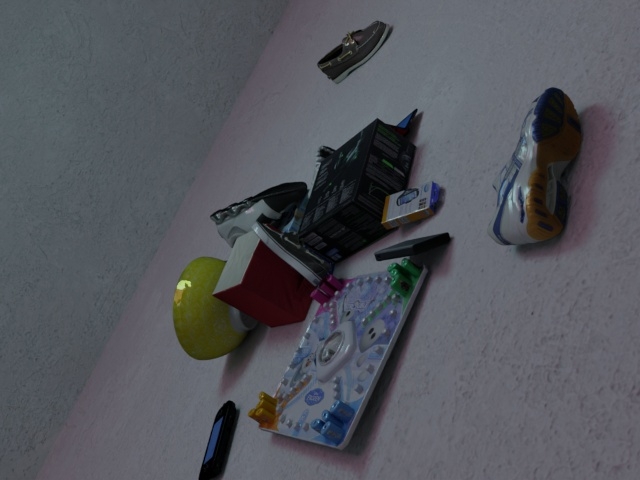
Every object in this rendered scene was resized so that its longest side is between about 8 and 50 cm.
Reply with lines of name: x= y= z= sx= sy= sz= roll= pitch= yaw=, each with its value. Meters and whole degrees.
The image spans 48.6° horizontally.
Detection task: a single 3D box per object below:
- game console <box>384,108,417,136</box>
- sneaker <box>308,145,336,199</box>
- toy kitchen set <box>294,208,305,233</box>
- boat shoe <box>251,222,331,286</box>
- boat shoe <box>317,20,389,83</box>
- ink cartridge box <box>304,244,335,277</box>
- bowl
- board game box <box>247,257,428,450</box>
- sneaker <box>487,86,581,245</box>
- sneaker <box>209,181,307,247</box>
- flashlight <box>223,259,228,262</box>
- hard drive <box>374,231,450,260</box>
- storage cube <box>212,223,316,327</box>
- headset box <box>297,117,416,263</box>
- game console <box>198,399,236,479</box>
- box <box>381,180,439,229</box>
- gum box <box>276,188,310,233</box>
game console: x=0.165 y=-0.282 z=1.812 sx=0.144 sy=0.124 sz=0.085 roll=-38 pitch=51 yaw=54
sneaker: x=0.011 y=-0.163 z=1.993 sx=0.118 sy=0.110 sz=0.292 roll=-54 pitch=20 yaw=35
toy kitchen set: x=-0.064 y=-0.042 z=2.030 sx=0.075 sy=0.068 sz=0.083 roll=-42 pitch=26 yaw=35
boat shoe: x=-0.069 y=0.017 z=1.684 sx=0.070 sy=0.219 sz=0.078 roll=-50 pitch=-16 yaw=-4
boat shoe: x=0.109 y=-0.662 z=2.445 sx=0.324 sy=0.096 sz=0.117 roll=-29 pitch=36 yaw=52
ink cartridge box: x=0.000 y=0.000 z=1.795 sx=0.046 sy=0.097 sz=0.207 roll=-34 pitch=33 yaw=48
bowl: x=-0.260 y=0.187 z=1.956 sx=0.156 sy=0.289 sz=0.289 roll=-2 pitch=52 yaw=26
board game box: x=0.021 y=0.222 z=1.467 sx=0.390 sy=0.050 sz=0.390 roll=-17 pitch=41 yaw=62
sneaker: x=0.347 y=-0.127 z=1.193 sx=0.131 sy=0.112 sz=0.296 roll=-24 pitch=39 yaw=56
sneaker: x=-0.164 y=-0.074 z=2.142 sx=0.330 sy=0.146 sz=0.122 roll=-21 pitch=12 yaw=26
flashlight: x=-0.248 y=0.010 z=2.312 sx=0.304 sy=0.103 sz=0.103 roll=-56 pitch=23 yaw=4
hard drive: x=0.182 y=0.014 z=1.409 sx=0.094 sy=0.022 sz=0.135 roll=-19 pitch=3 yaw=-29
storage cube: x=-0.131 y=0.094 z=1.825 sx=0.215 sy=0.193 sz=0.184 roll=-23 pitch=41 yaw=58
headset box: x=0.088 y=-0.125 z=1.725 sx=0.246 sy=0.131 sz=0.283 roll=-33 pitch=32 yaw=48
game console: x=-0.280 y=0.565 z=1.719 sx=0.213 sy=0.044 sz=0.361 roll=-38 pitch=29 yaw=41
box: x=0.199 y=-0.078 z=1.526 sx=0.136 sy=0.028 sz=0.081 roll=-16 pitch=43 yaw=33
gum box: x=-0.091 y=-0.065 z=2.155 sx=0.184 sy=0.041 sz=0.157 roll=-64 pitch=22 yaw=-11
